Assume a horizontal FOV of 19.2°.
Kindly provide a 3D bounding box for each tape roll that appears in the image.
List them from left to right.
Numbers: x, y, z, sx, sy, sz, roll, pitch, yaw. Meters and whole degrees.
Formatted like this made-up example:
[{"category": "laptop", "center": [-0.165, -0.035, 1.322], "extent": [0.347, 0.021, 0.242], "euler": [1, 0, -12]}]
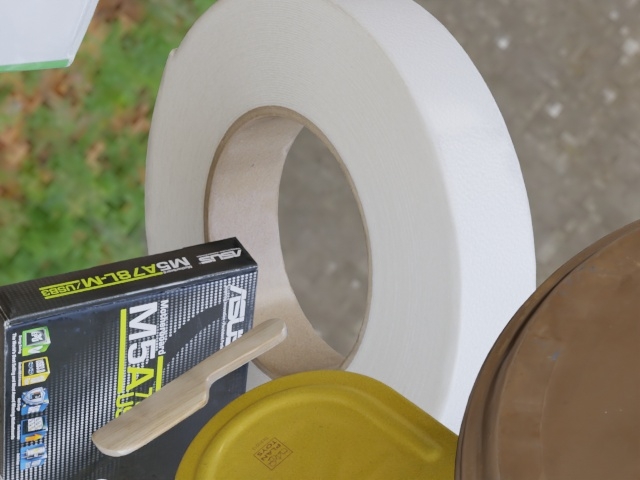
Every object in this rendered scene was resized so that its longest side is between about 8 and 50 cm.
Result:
[{"category": "tape roll", "center": [0.000, 0.000, 1.383], "extent": [0.072, 0.392, 0.392], "euler": [-11, 151, -36]}]

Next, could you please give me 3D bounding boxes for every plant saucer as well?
[{"category": "plant saucer", "center": [0.190, 0.087, 0.776], "extent": [0.278, 0.278, 0.041], "euler": [-52, 150, -21]}]

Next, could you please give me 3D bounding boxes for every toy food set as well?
[{"category": "toy food set", "center": [0.002, 0.134, 0.920], "extent": [0.128, 0.218, 0.071], "euler": [-38, 135, -17]}]

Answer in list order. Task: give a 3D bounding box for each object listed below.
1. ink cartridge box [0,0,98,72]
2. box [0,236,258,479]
[{"category": "ink cartridge box", "center": [-0.256, -0.224, 1.017], "extent": [0.201, 0.278, 0.117], "euler": [-8, 147, -31]}, {"category": "box", "center": [-0.138, 0.100, 1.307], "extent": [0.184, 0.045, 0.190], "euler": [-10, 128, -25]}]
